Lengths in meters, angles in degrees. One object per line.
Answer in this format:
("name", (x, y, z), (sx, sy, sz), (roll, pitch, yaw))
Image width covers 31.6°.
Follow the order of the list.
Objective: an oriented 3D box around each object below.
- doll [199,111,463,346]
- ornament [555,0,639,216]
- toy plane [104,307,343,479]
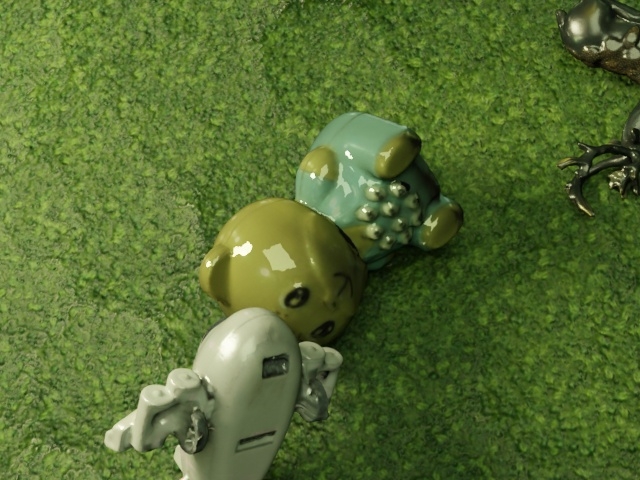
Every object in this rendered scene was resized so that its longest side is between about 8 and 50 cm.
("doll", (0.000, 0.000, 1.184), (0.261, 0.177, 0.161), (-48, 41, -14))
("ornament", (0.315, -0.150, 1.266), (0.202, 0.080, 0.236), (30, 75, 10))
("toy plane", (-0.088, 0.169, 1.102), (0.252, 0.252, 0.118), (-36, 52, -9))
